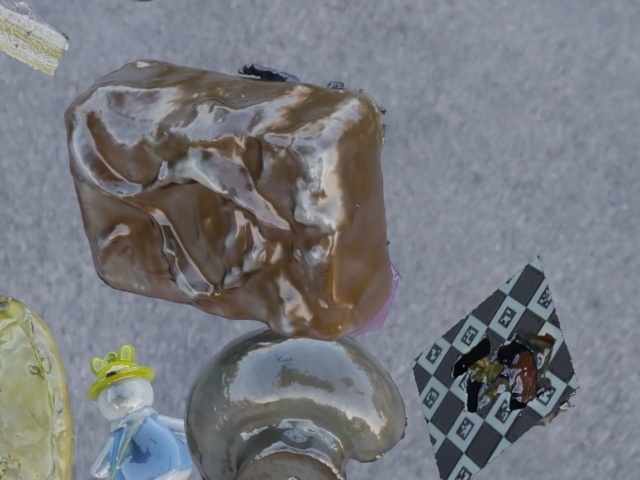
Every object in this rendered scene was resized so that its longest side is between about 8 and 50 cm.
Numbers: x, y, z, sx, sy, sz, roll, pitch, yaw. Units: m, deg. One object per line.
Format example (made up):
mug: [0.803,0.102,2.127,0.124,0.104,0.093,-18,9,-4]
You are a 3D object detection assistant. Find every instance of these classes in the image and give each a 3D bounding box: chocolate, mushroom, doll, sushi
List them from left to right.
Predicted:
doll: [-0.240,0.253,1.736,0.099,0.135,0.241,2,60,-53]
chocolate: [-0.063,-0.026,0.797,0.214,0.148,0.093,9,26,29]
mushroom: [-0.033,0.131,1.080,0.188,0.117,0.141,-17,23,16]
sushi: [0.271,0.212,1.961,0.059,0.292,0.294,30,31,-28]

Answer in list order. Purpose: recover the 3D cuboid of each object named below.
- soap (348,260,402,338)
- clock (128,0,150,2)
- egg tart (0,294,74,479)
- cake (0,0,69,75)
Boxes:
soap: [0.000,0.000,1.394,0.065,0.122,0.203,-22,63,-22]
clock: [-0.277,-0.393,1.657,0.243,0.146,0.199,19,50,-15]
egg tart: [-0.376,0.217,1.349,0.132,0.341,0.341,11,50,-41]
cake: [-0.316,-0.215,1.399,0.065,0.052,0.121,10,21,-44]
